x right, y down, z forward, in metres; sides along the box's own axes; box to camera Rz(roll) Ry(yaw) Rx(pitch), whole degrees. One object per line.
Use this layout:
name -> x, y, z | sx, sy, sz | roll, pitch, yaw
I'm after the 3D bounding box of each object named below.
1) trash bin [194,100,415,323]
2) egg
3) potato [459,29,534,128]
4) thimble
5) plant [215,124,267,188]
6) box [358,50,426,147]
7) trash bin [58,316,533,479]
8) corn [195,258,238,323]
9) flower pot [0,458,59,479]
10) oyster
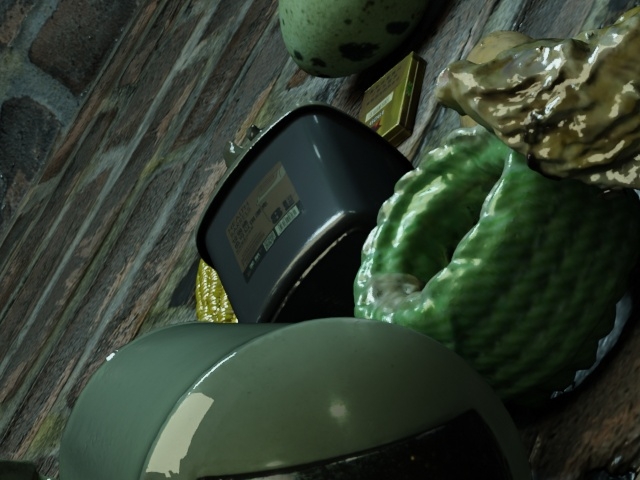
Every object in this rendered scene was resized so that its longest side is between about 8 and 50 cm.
trash bin -> 0.000, 0.000, 1.574 | 0.209, 0.182, 0.290 | -50, 26, 14
egg -> 0.035, -0.292, 1.952 | 0.228, 0.177, 0.177 | -59, 16, 30
potato -> 0.173, -0.122, 1.472 | 0.112, 0.112, 0.147 | -43, 30, 32
thimble -> 0.139, 0.015, 1.256 | 0.219, 0.150, 0.219 | -47, 22, 26
plant -> -0.042, -0.052, 1.823 | 0.131, 0.142, 0.203 | -64, 25, 18
box -> 0.075, -0.145, 1.849 | 0.090, 0.023, 0.133 | -41, 24, 39
trash bin -> -0.035, 0.189, 1.212 | 0.280, 0.280, 0.432 | -59, 17, -10
corn -> -0.092, 0.072, 1.800 | 0.101, 0.101, 0.291 | -50, 17, 16
flower pot -> -0.414, 0.365, 1.850 | 0.259, 0.290, 0.290 | -28, 32, 33
oyster -> 0.252, -0.142, 1.150 | 0.351, 0.114, 0.238 | -18, 28, 5
